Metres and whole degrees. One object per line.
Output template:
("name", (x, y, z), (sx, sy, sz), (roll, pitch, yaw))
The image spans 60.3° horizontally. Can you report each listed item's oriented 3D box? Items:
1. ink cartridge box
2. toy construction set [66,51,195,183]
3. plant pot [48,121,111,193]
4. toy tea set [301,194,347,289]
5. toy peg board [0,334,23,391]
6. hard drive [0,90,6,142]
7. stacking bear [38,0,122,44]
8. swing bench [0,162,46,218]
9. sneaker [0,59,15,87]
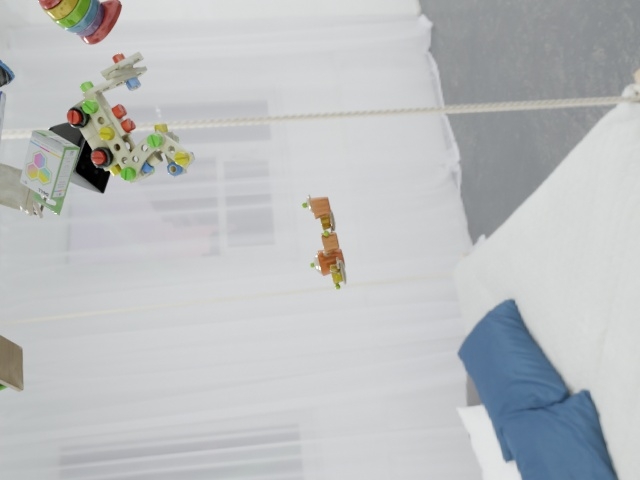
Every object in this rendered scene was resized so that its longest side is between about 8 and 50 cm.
("ink cartridge box", (-0.736, -0.179, 1.483), (0.209, 0.109, 0.062), (-66, -13, 17))
("toy construction set", (-0.435, -0.269, 1.253), (0.328, 0.215, 0.151), (64, -165, 7))
("plant pot", (-0.805, -0.281, 1.815), (0.187, 0.167, 0.188), (67, -148, -70))
("toy tea set", (0.000, 0.000, 1.897), (0.200, 0.124, 0.336), (-83, -20, -77))
("toy peg board", (-1.011, 0.386, 1.711), (0.161, 0.079, 0.161), (66, 179, -54))
("hard drive", (-1.195, -0.391, 1.775), (0.040, 0.318, 0.210), (127, 148, -85))
("stacking bear", (-0.791, -0.749, 1.694), (0.289, 0.175, 0.164), (29, -105, -61))
("swing bench", (-1.142, -0.196, 2.001), (0.254, 0.253, 0.165), (-174, 102, -76))
("sneaker", (-0.962, -0.510, 1.558), (0.067, 0.078, 0.188), (26, 164, 44))
